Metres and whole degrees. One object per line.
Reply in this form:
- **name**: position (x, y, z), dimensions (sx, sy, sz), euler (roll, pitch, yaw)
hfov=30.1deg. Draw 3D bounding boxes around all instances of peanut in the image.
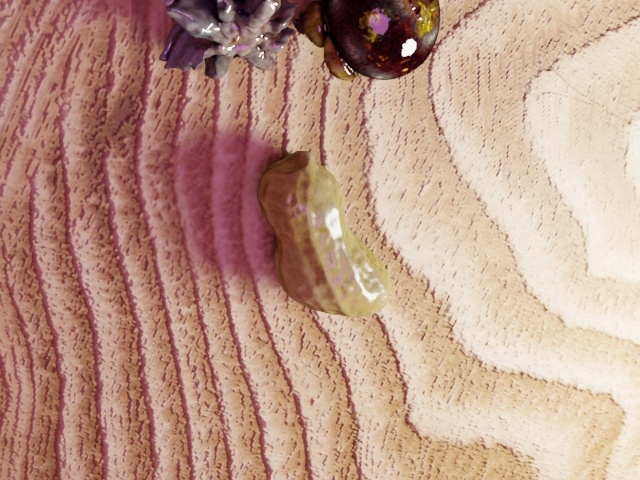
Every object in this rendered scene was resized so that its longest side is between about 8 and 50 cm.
- **peanut**: position (-0.006, 0.008, 1.851), dimensions (0.159, 0.143, 0.291), euler (-34, 113, -9)

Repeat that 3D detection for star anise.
- **star anise**: position (-0.125, -0.303, 1.681), dimensions (0.229, 0.093, 0.236), euler (5, 156, -39)

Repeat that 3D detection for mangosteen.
- **mangosteen**: position (0.063, -0.322, 1.729), dimensions (0.217, 0.192, 0.192), euler (-10, 121, 34)

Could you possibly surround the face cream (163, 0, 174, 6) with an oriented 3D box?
- **face cream**: position (-0.144, -0.384, 1.711), dimensions (0.182, 0.051, 0.072), euler (-30, 111, 0)
